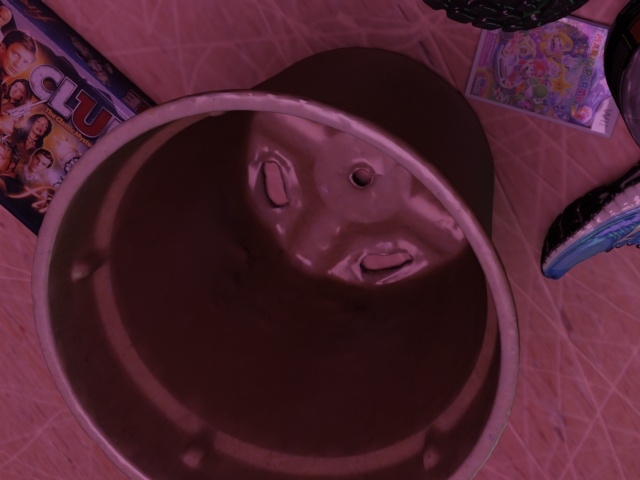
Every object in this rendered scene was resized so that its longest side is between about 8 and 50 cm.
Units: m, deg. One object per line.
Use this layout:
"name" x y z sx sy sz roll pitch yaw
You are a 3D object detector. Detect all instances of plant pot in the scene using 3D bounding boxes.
"plant pot" 0.000 0.000 1.024 0.333 0.305 0.334 6 116 13

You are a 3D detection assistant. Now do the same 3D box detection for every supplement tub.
"supplement tub" 0.263 -0.113 0.952 0.117 0.190 0.117 2 109 6

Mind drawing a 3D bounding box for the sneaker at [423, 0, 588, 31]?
"sneaker" 0.083 -0.287 0.967 0.343 0.146 0.134 41 131 -24

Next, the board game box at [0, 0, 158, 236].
"board game box" -0.244 -0.102 1.196 0.243 0.042 0.165 41 118 -5

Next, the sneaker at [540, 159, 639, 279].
"sneaker" 0.246 -0.009 1.088 0.162 0.063 0.073 -34 105 27

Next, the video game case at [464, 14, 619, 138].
"video game case" 0.183 -0.137 1.074 0.122 0.011 0.087 17 117 8
